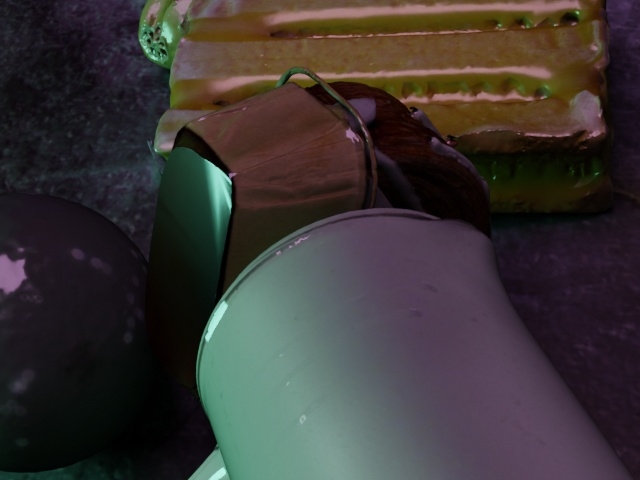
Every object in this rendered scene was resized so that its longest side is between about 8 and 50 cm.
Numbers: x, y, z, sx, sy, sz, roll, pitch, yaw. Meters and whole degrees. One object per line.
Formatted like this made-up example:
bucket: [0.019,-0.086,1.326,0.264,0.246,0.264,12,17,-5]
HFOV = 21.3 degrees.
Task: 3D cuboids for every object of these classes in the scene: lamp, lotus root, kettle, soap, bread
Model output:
lamp: [-0.220,0.033,1.170,0.182,0.182,0.314,-32,35,-11]
lotus root: [-0.079,-0.212,1.437,0.090,0.077,0.183,3,44,45]
kettle: [0.054,0.170,0.914,0.205,0.265,0.318,1,35,-23]
soap: [0.053,-0.106,1.227,0.315,0.091,0.199,-3,44,10]
bread: [0.000,0.000,1.073,0.212,0.224,0.142,-10,35,-33]

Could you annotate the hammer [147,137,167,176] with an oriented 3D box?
hammer: [-0.041,-0.127,1.362,0.137,0.037,0.290,2,47,24]
